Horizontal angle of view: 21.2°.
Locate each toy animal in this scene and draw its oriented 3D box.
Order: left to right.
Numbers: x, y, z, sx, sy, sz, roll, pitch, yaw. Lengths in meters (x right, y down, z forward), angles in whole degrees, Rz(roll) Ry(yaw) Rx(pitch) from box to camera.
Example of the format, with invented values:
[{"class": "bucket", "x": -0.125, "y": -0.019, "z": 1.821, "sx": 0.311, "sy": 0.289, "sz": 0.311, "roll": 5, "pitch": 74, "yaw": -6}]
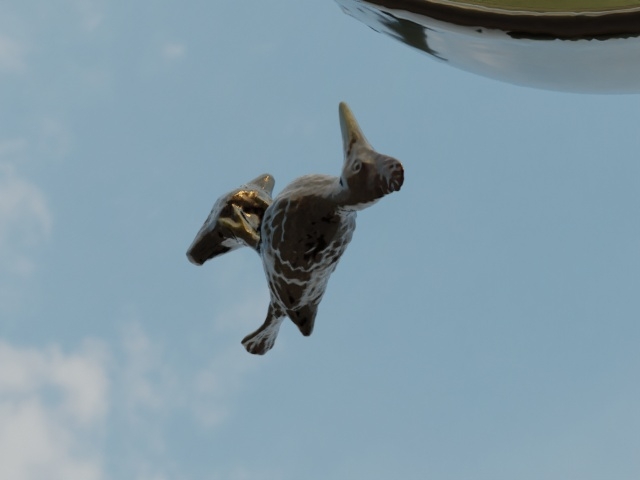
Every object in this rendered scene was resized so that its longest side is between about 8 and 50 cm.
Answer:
[{"class": "toy animal", "x": -0.007, "y": -0.007, "z": 0.973, "sx": 0.202, "sy": 0.070, "sz": 0.105, "roll": -36, "pitch": -103, "yaw": 51}]

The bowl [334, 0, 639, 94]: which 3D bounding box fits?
[{"class": "bowl", "x": 0.122, "y": -0.202, "z": 0.662, "sx": 0.353, "sy": 0.185, "sz": 0.354, "roll": -5, "pitch": -110, "yaw": 16}]
